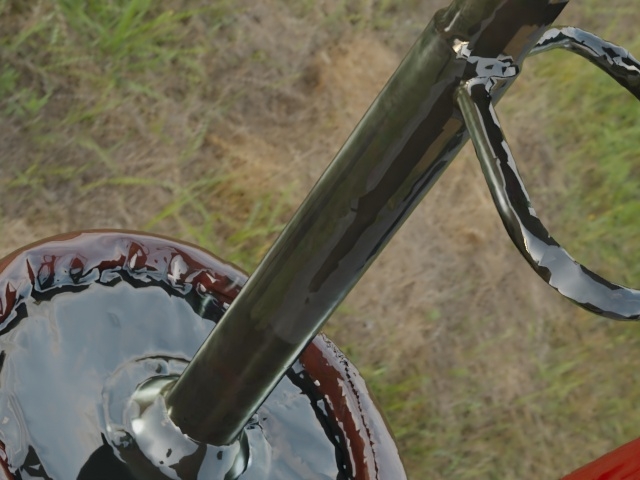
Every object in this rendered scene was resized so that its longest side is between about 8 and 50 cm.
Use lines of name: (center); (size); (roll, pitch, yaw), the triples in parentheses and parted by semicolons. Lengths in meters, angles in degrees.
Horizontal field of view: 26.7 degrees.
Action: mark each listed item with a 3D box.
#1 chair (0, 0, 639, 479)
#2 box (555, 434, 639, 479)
chair: (0.000, 0.000, 0.492); (0.226, 0.401, 0.226); (25, 36, -19)
box: (0.015, 0.179, 0.266); (0.089, 0.197, 0.313); (53, 24, -8)
